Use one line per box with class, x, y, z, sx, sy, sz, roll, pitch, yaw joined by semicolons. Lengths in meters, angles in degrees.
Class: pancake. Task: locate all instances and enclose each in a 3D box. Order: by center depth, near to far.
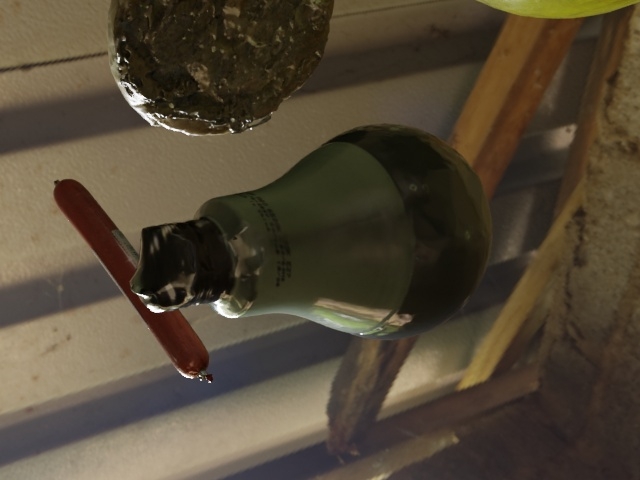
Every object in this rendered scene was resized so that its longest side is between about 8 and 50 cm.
pancake;-0.093;-0.214;0.809;0.282;0.049;0.282;-30;-33;-22

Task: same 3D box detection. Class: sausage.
sausage;-0.168;0.029;0.718;0.034;0.253;0.034;-33;-24;-17

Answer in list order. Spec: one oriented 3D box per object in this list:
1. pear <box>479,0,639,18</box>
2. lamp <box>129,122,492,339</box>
pear;0.178;-0.327;0.656;0.287;0.375;0.287;-25;-57;-46
lamp;0.005;-0.018;0.649;0.313;0.182;0.182;13;-68;-41
